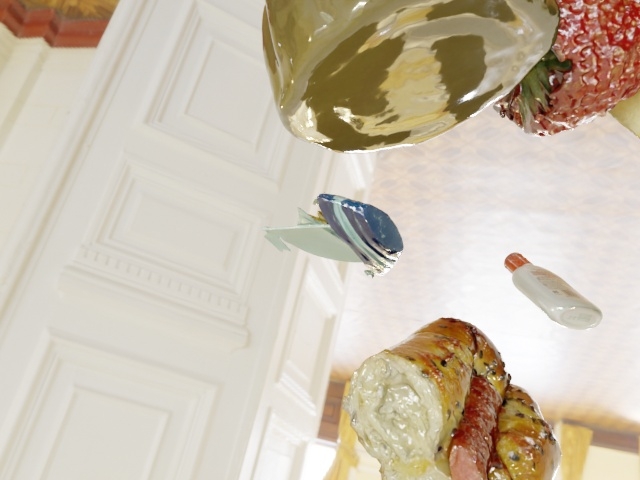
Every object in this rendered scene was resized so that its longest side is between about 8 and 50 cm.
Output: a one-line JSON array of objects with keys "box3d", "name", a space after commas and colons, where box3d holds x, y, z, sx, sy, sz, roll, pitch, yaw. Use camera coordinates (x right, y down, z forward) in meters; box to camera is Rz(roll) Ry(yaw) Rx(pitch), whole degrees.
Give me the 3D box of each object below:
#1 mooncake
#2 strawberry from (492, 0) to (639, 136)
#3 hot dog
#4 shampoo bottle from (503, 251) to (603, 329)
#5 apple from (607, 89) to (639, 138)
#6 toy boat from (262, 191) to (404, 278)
[{"box3d": [0.103, -0.283, 0.790, 0.379, 0.200, 0.378, -14, 162, -5], "name": "mooncake"}, {"box3d": [0.413, -0.312, 0.987, 0.258, 0.261, 0.261, -15, 164, -18], "name": "strawberry"}, {"box3d": [0.257, 0.313, 1.036, 0.196, 0.367, 0.365, -37, 167, 30], "name": "hot dog"}, {"box3d": [0.402, 0.084, 1.087, 0.108, 0.051, 0.221, 9, -159, -18], "name": "shampoo bottle"}, {"box3d": [0.672, -0.286, 1.156, 0.309, 0.313, 0.252, 9, 176, -34], "name": "apple"}, {"box3d": [0.000, 0.000, 1.074, 0.291, 0.067, 0.220, -7, 140, 40], "name": "toy boat"}]
